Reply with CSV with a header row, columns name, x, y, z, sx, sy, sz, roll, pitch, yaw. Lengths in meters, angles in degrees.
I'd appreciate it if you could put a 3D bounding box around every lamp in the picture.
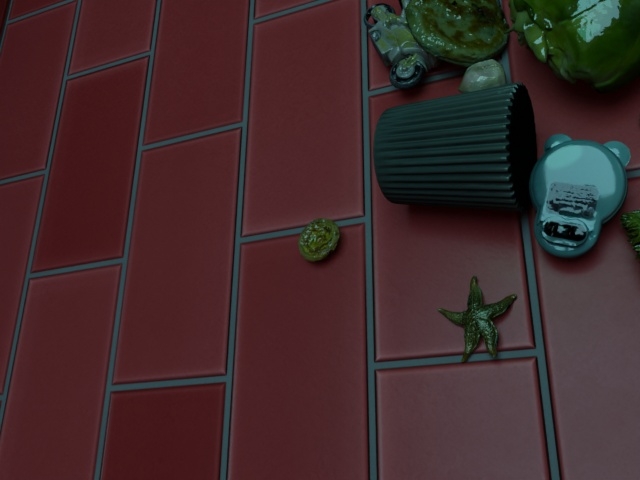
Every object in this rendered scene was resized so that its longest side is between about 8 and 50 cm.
name,x,y,z,sx,sy,sz,roll,pitch,yaw
lamp,0.577,-0.098,1.545,0.210,0.147,0.283,12,70,27

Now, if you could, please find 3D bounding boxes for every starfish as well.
name,x,y,z,sx,sy,sz,roll,pitch,yaw
starfish,0.355,0.181,1.595,0.176,0.053,0.208,1,63,36

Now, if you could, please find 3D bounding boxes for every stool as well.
name,x,y,z,sx,sy,sz,roll,pitch,yaw
stool,0.326,-0.215,1.641,0.330,0.297,0.297,1,69,30

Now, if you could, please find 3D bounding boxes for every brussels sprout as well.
name,x,y,z,sx,sy,sz,roll,pitch,yaw
brussels sprout,0.646,-0.529,1.637,0.314,0.276,0.371,-55,50,11

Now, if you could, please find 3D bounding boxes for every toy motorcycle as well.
name,x,y,z,sx,sy,sz,roll,pitch,yaw
toy motorcycle,0.256,-0.582,1.931,0.223,0.108,0.340,-25,59,6

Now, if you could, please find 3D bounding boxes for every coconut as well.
name,x,y,z,sx,sy,sz,roll,pitch,yaw
coconut,0.422,-0.413,1.782,0.125,0.110,0.110,-10,65,14

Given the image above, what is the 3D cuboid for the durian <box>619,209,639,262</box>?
name,x,y,z,sx,sy,sz,roll,pitch,yaw
durian,0.782,0.045,1.389,0.198,0.163,0.394,-45,51,-1

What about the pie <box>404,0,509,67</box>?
name,x,y,z,sx,sy,sz,roll,pitch,yaw
pie,0.374,-0.597,1.846,0.303,0.067,0.302,4,64,-8

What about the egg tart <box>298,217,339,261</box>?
name,x,y,z,sx,sy,sz,roll,pitch,yaw
egg tart,0.000,0.000,1.834,0.129,0.049,0.128,-14,60,25
